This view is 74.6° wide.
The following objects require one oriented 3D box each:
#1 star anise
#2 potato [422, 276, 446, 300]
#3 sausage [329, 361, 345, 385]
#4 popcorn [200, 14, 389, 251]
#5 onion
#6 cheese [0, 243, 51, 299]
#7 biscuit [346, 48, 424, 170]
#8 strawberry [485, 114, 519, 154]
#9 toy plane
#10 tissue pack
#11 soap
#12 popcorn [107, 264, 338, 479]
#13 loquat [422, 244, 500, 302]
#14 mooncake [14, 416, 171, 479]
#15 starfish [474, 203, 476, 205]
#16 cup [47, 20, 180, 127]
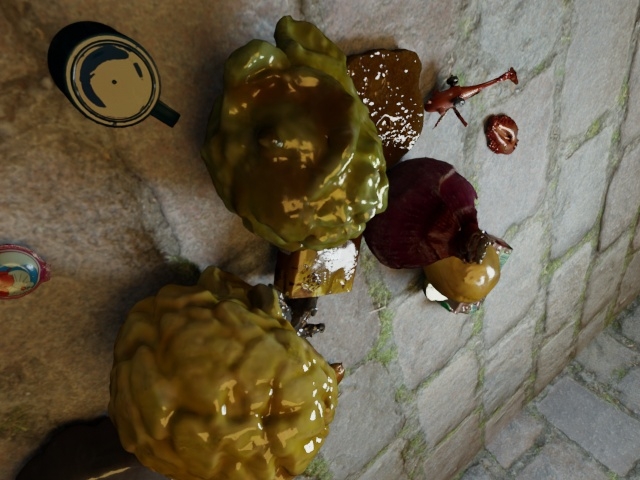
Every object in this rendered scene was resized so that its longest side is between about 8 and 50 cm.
[{"bbox_3d":[-0.075,0.207,0.969,0.198,0.110,0.258,-5,116,-23],"label":"star anise"},{"bbox_3d":[0.345,0.133,1.279,0.103,0.066,0.097,-11,99,-22],"label":"potato"},{"bbox_3d":[0.012,0.418,1.201,0.062,0.054,0.183,30,99,-12],"label":"sausage"},{"bbox_3d":[-0.042,-0.142,0.673,0.279,0.336,0.274,-38,172,38],"label":"popcorn"},{"bbox_3d":[0.203,-0.064,0.886,0.159,0.348,0.267,33,91,-20],"label":"onion"},{"bbox_3d":[-0.476,0.047,0.609,0.145,0.038,0.095,0,115,-39],"label":"cheese"},{"bbox_3d":[0.102,-0.253,0.866,0.272,0.049,0.258,-29,127,-23],"label":"biscuit"},{"bbox_3d":[0.506,-0.290,1.159,0.152,0.048,0.104,12,105,-45],"label":"strawberry"},{"bbox_3d":[0.329,-0.321,0.932,0.077,0.194,0.126,8,87,-62],"label":"toy plane"},{"bbox_3d":[0.000,0.000,0.896,0.183,0.091,0.227,-1,108,-41],"label":"tissue pack"},{"bbox_3d":[0.505,0.109,1.363,0.217,0.098,0.274,14,107,-42],"label":"soap"},{"bbox_3d":[-0.178,0.256,0.733,0.353,0.390,0.344,-4,133,-48],"label":"popcorn"},{"bbox_3d":[0.374,0.059,1.148,0.193,0.238,0.238,-50,135,8],"label":"loquat"},{"bbox_3d":[-0.450,0.503,0.827,0.305,0.154,0.307,-18,126,-27],"label":"mooncake"},{"bbox_3d":[0.431,-0.076,1.243,0.091,0.028,0.078,-26,135,-27],"label":"starfish"},{"bbox_3d":[-0.261,-0.214,0.547,0.149,0.138,0.114,-6,119,-35],"label":"cup"}]
